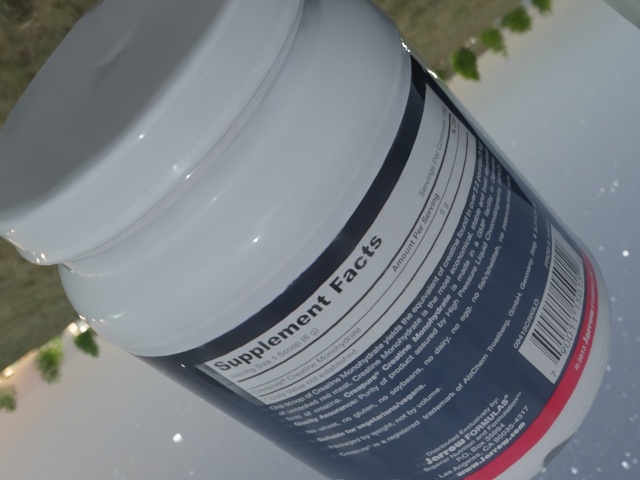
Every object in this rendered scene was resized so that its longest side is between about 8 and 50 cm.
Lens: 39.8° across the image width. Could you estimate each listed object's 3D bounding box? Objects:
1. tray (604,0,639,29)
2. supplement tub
[{"bbox_3d":[0.221,-0.213,0.552,0.145,0.270,0.030,-52,176,29],"label":"tray"},{"bbox_3d":[0.000,0.000,0.432,0.191,0.272,0.191,-30,-143,26],"label":"supplement tub"}]
